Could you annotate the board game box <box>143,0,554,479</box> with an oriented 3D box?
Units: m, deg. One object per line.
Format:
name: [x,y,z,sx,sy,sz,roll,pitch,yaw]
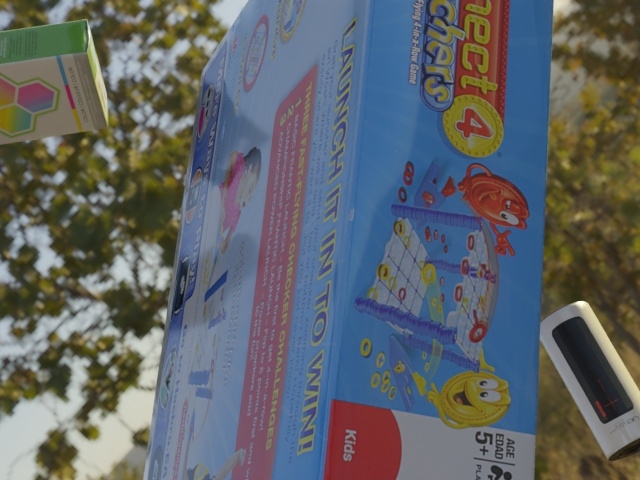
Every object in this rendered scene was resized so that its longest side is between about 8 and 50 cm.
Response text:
board game box: [0.000,0.000,0.607,0.302,0.086,0.308,143,136,-64]

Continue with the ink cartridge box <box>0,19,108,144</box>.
ink cartridge box: [-0.341,-0.163,1.305,0.109,0.209,0.062,84,177,-48]

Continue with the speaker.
speaker: [0.246,0.125,1.074,0.055,0.136,0.055,-21,-26,-10]
